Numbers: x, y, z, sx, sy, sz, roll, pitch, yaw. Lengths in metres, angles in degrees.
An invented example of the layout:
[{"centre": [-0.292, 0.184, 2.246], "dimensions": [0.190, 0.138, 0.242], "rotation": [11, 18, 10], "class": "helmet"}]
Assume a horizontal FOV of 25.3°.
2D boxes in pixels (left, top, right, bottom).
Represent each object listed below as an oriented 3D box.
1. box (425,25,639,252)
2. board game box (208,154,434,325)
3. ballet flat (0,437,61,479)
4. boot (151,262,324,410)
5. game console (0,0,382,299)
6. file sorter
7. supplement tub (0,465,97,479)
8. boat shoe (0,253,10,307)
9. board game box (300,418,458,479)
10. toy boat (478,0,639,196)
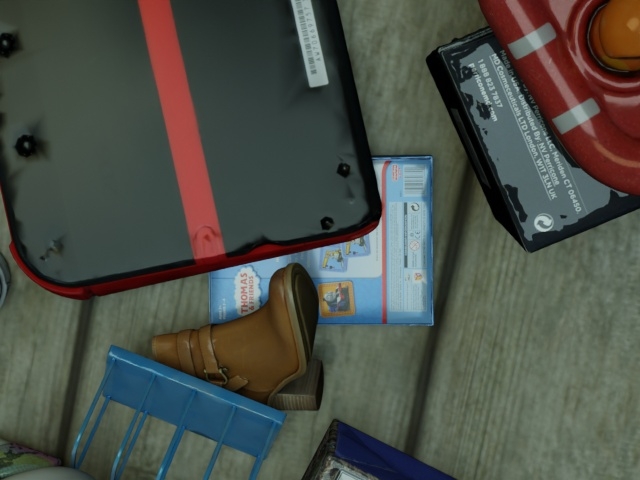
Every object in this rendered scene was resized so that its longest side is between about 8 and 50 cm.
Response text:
[{"centre": [0.259, -0.135, 1.184], "dimensions": [0.294, 0.296, 0.182], "rotation": [-24, 95, 5], "class": "box"}, {"centre": [0.000, 0.000, 1.339], "dimensions": [0.212, 0.039, 0.160], "rotation": [0, 97, 2], "class": "board game box"}, {"centre": [-0.362, 0.226, 1.370], "dimensions": [0.222, 0.077, 0.079], "rotation": [-20, 76, 5], "class": "ballet flat"}, {"centre": [-0.079, 0.092, 1.297], "dimensions": [0.152, 0.073, 0.197], "rotation": [5, 136, 8], "class": "boot"}, {"centre": [-0.147, -0.158, 1.303], "dimensions": [0.342, 0.060, 0.386], "rotation": [-13, 89, 0], "class": "game console"}, {"centre": [-0.136, 0.190, 1.309], "dimensions": [0.170, 0.118, 0.104], "rotation": [22, 62, 0], "class": "file sorter"}, {"centre": [-0.213, 0.377, 1.205], "dimensions": [0.228, 0.228, 0.316], "rotation": [-41, 65, 6], "class": "supplement tub"}, {"centre": [-0.416, -0.035, 1.323], "dimensions": [0.302, 0.094, 0.109], "rotation": [39, 97, -3], "class": "boat shoe"}, {"centre": [0.047, 0.357, 1.329], "dimensions": [0.232, 0.141, 0.291], "rotation": [28, 97, -1], "class": "board game box"}, {"centre": [0.211, -0.138, 0.961], "dimensions": [0.151, 0.151, 0.231], "rotation": [-32, 94, 5], "class": "toy boat"}]
